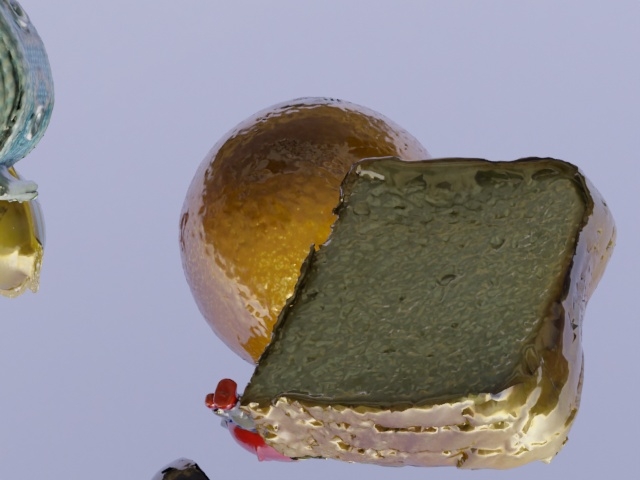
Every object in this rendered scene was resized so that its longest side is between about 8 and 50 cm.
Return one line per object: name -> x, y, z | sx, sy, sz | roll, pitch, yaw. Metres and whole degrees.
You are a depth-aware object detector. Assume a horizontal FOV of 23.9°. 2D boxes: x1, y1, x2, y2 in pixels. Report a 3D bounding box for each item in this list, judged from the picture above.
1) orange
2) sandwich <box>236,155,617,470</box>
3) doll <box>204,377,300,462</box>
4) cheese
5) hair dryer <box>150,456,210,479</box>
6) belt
orange -> 0.000, 0.000, 1.400 | 0.274, 0.274, 0.274 | -8, -125, 11
sandwich -> 0.085, 0.046, 1.065 | 0.226, 0.087, 0.251 | -4, -137, 28
doll -> -0.053, 0.174, 1.436 | 0.104, 0.195, 0.062 | -9, -114, 12
cheese -> -0.382, -0.039, 1.703 | 0.069, 0.177, 0.270 | -15, -138, -38
hair dryer -> -0.160, 0.322, 1.140 | 0.320, 0.156, 0.284 | -29, -156, -28
belt -> -0.244, -0.108, 0.922 | 0.163, 0.082, 0.148 | 14, -83, 6
